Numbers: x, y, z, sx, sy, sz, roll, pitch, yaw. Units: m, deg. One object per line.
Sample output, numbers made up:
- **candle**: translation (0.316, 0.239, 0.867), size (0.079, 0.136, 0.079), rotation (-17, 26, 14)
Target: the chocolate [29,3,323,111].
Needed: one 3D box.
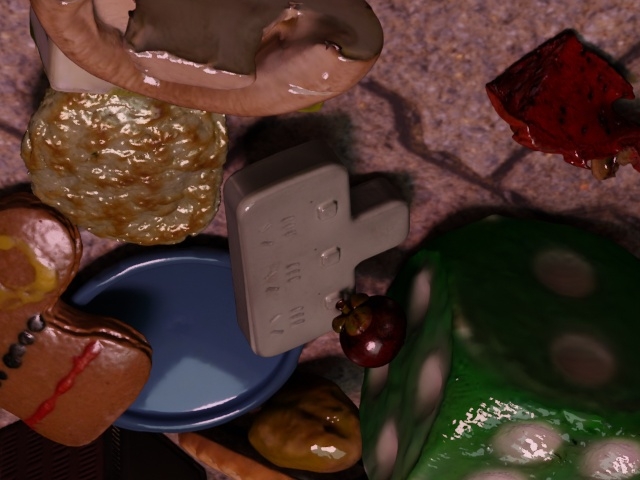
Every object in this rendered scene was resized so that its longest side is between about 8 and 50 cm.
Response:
- **chocolate**: translation (-0.099, -0.256, 1.585), size (0.289, 0.137, 0.301), rotation (3, 136, -12)

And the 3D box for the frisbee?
- **frisbee**: translation (-0.160, 0.105, 2.046), size (0.290, 0.049, 0.289), rotation (-6, 133, -6)

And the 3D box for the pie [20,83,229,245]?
- **pie**: translation (-0.193, -0.094, 1.791), size (0.201, 0.090, 0.248), rotation (2, 139, -8)

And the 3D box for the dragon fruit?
- **dragon fruit**: translation (0.263, -0.129, 1.851), size (0.192, 0.122, 0.092), rotation (18, 172, -31)

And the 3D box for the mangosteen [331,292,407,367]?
- **mangosteen**: translation (0.053, 0.096, 1.947), size (0.081, 0.081, 0.081), rotation (-4, 138, -4)

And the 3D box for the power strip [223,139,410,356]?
- **power strip**: translation (0.000, 0.000, 1.902), size (0.194, 0.059, 0.265), rotation (-23, 142, -15)

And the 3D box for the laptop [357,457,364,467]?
- **laptop**: translation (0.151, 0.283, 2.316), size (0.135, 0.016, 0.197), rotation (-36, 131, 27)

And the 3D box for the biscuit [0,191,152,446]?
- **biscuit**: translation (-0.297, 0.093, 1.948), size (0.277, 0.052, 0.262), rotation (40, 126, -16)

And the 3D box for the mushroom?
- **mushroom**: translation (-0.098, -0.163, 1.489), size (0.286, 0.156, 0.151), rotation (14, 145, -4)

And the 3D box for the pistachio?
- **pistachio**: translation (-0.026, 0.214, 2.121), size (0.110, 0.189, 0.100), rotation (-28, 111, -26)

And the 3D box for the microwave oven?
- **microwave oven**: translation (-0.267, 0.326, 2.188), size (0.188, 0.178, 0.247), rotation (-26, 135, 16)

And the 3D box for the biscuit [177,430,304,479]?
- **biscuit**: translation (-0.017, 0.309, 2.212), size (0.309, 0.204, 0.040), rotation (26, 85, -33)

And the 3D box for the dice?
- **dice**: translation (0.219, 0.169, 1.988), size (0.287, 0.300, 0.297), rotation (12, 135, -18)
